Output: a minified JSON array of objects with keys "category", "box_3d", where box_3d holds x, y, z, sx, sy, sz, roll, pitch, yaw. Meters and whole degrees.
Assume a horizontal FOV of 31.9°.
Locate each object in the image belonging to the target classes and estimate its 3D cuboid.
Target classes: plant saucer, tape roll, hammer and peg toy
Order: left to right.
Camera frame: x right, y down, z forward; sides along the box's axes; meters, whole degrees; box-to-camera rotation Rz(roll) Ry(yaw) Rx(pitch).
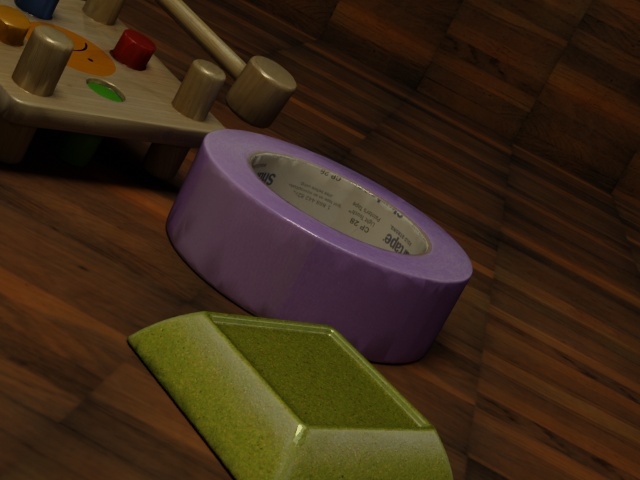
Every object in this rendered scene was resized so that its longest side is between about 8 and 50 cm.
[{"category":"hammer and peg toy","box_3d":[-0.215,-0.176,1.115,0.361,0.127,0.266,2,36,-51]},{"category":"plant saucer","box_3d":[-0.010,0.108,0.776,0.188,0.045,0.188,11,24,-44]},{"category":"tape roll","box_3d":[0.000,0.000,1.038,0.275,0.090,0.275,25,18,-9]}]
